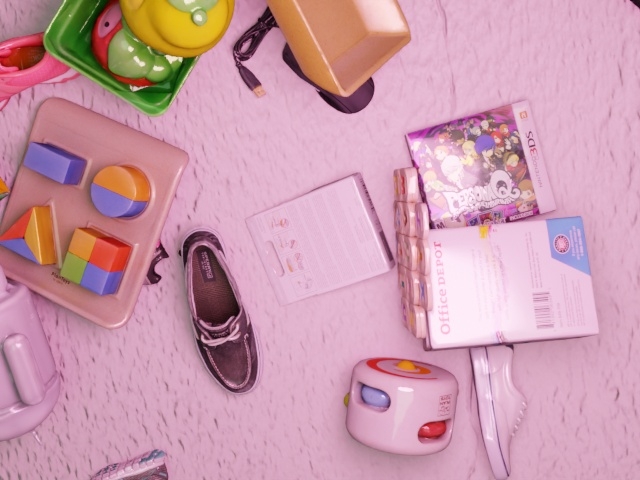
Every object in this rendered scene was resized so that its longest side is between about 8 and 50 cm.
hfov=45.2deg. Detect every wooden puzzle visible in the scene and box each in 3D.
[{"bbox_3d":[-0.438,-0.055,1.387,0.322,0.080,0.347,24,94,16],"label":"wooden puzzle"}]

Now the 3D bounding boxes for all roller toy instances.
[{"bbox_3d":[0.149,0.286,1.374,0.209,0.191,0.146,7,94,2],"label":"roller toy"}]

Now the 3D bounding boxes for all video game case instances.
[{"bbox_3d":[0.293,-0.126,1.408,0.232,0.042,0.210,-15,93,4],"label":"video game case"}]

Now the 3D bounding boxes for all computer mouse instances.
[{"bbox_3d":[-0.038,-0.312,1.396,0.184,0.060,0.262,-42,92,4],"label":"computer mouse"}]

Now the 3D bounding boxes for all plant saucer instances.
[{"bbox_3d":[0.000,-0.422,1.261,0.081,0.333,0.332,-18,110,35],"label":"plant saucer"}]

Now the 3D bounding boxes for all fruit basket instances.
[{"bbox_3d":[-0.260,-0.399,1.247,0.283,0.392,0.392,32,95,-1],"label":"fruit basket"}]

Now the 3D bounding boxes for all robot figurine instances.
[{"bbox_3d":[-0.590,0.210,1.375,0.200,0.300,0.353,-27,115,-39],"label":"robot figurine"}]

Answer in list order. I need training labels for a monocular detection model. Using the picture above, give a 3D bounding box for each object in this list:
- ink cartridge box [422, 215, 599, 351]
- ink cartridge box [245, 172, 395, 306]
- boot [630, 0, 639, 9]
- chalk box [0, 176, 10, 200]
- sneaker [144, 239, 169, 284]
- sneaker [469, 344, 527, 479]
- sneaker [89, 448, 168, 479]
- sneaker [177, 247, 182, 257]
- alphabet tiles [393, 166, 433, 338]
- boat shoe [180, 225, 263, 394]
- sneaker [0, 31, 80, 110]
[{"bbox_3d":[0.306,0.082,1.329,0.270,0.197,0.198,-5,80,3],"label":"ink cartridge box"},{"bbox_3d":[0.000,0.000,1.438,0.232,0.066,0.189,-20,94,25],"label":"ink cartridge box"},{"bbox_3d":[0.576,-0.623,1.300,0.445,0.146,0.367,39,103,1],"label":"boot"},{"bbox_3d":[-0.748,-0.073,1.369,0.289,0.179,0.180,-31,93,20],"label":"chalk box"},{"bbox_3d":[-0.317,0.007,1.436,0.075,0.063,0.170,10,94,-6],"label":"sneaker"},{"bbox_3d":[0.337,0.314,1.418,0.091,0.094,0.258,-8,94,7],"label":"sneaker"},{"bbox_3d":[-0.369,0.465,1.478,0.167,0.065,0.076,-19,98,5],"label":"sneaker"},{"bbox_3d":[-0.229,0.020,1.444,0.083,0.037,0.031,-11,93,2],"label":"sneaker"},{"bbox_3d":[0.150,0.018,1.307,0.021,0.278,0.284,-5,95,-3],"label":"alphabet tiles"},{"bbox_3d":[-0.190,0.143,1.399,0.121,0.119,0.335,-17,104,1],"label":"boat shoe"},{"bbox_3d":[-0.584,-0.308,1.380,0.314,0.136,0.115,-23,93,4],"label":"sneaker"}]
